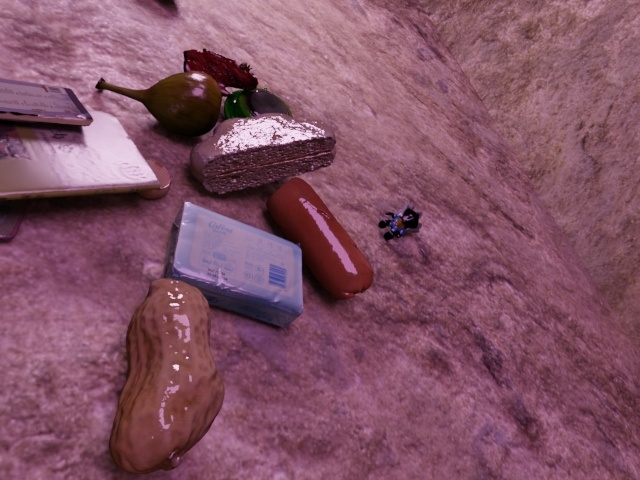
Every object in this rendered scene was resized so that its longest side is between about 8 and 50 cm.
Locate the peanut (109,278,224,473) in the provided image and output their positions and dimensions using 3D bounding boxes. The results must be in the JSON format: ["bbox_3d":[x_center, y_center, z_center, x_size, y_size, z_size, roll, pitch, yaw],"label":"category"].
[{"bbox_3d":[-0.221,0.200,0.723,0.159,0.142,0.291,58,17,-46],"label":"peanut"}]

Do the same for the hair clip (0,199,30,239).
[{"bbox_3d":[-0.501,-0.056,0.771,0.054,0.022,0.137,20,46,-28],"label":"hair clip"}]

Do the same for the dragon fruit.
[{"bbox_3d":[-0.248,-0.414,1.192,0.192,0.092,0.123,13,48,8],"label":"dragon fruit"}]

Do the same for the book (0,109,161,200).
[{"bbox_3d":[-0.478,-0.154,0.822,0.352,0.035,0.239,-11,51,-46],"label":"book"}]

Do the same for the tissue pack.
[{"bbox_3d":[-0.164,0.051,0.938,0.263,0.089,0.177,20,45,-26],"label":"tissue pack"}]

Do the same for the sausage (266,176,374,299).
[{"bbox_3d":[0.000,0.001,1.102,0.304,0.121,0.121,53,39,9],"label":"sausage"}]

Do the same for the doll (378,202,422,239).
[{"bbox_3d":[0.249,-0.057,1.421,0.195,0.070,0.096,-23,90,-42],"label":"doll"}]

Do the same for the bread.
[{"bbox_3d":[-0.136,-0.220,1.103,0.337,0.102,0.183,-15,50,-19],"label":"bread"}]

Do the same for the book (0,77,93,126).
[{"bbox_3d":[-0.544,-0.247,0.848,0.231,0.026,0.157,-5,36,-42],"label":"book"}]

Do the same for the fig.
[{"bbox_3d":[-0.343,-0.321,1.050,0.259,0.151,0.152,14,49,-29],"label":"fig"}]

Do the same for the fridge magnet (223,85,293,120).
[{"bbox_3d":[-0.152,-0.319,1.259,0.207,0.088,0.208,20,48,-24],"label":"fridge magnet"}]

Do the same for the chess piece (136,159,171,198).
[{"bbox_3d":[-0.341,-0.122,0.962,0.083,0.038,0.084,23,43,-24],"label":"chess piece"}]
